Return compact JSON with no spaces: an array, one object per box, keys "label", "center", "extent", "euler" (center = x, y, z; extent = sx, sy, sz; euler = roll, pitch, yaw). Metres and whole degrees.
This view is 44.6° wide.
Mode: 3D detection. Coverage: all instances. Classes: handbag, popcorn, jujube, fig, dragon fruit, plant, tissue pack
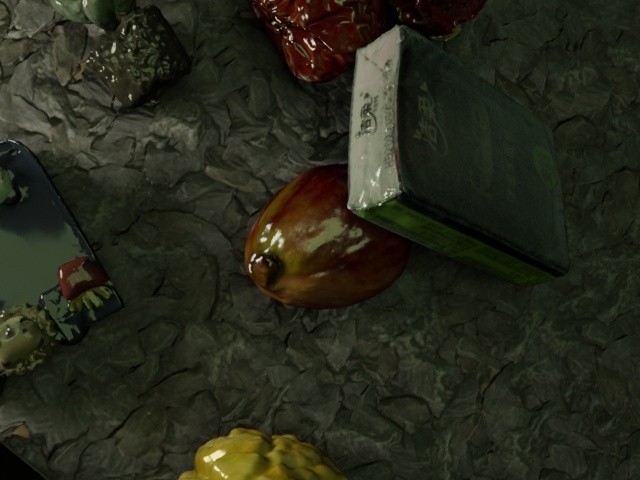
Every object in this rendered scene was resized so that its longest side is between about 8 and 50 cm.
[{"label":"handbag","center":[-0.486,0.052,1.130],"extent":[0.303,0.122,0.329],"euler":[-31,93,-15]},{"label":"popcorn","center":[-0.055,0.438,1.118],"extent":[0.382,0.349,0.349],"euler":[1,84,-39]},{"label":"jujube","center":[-0.002,-0.379,1.237],"extent":[0.213,0.213,0.232],"euler":[-36,102,-14]},{"label":"fig","center":[0.007,-0.002,1.207],"extent":[0.263,0.224,0.224],"euler":[-16,88,-8]},{"label":"dragon fruit","center":[0.140,-0.433,1.281],"extent":[0.317,0.152,0.205],"euler":[34,61,-46]},{"label":"plant","center":[-0.316,-0.343,1.193],"extent":[0.149,0.146,0.274],"euler":[-34,92,-11]},{"label":"tissue pack","center":[0.218,-0.114,1.200],"extent":[0.394,0.124,0.288],"euler":[22,58,-36]}]

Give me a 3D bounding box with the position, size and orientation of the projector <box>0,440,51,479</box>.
[{"label":"projector","center":[-0.465,0.426,1.027],"extent":[0.248,0.248,0.249],"euler":[41,77,-6]}]
